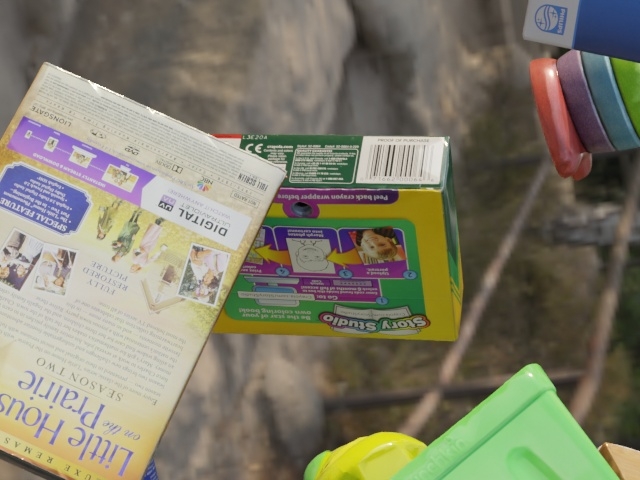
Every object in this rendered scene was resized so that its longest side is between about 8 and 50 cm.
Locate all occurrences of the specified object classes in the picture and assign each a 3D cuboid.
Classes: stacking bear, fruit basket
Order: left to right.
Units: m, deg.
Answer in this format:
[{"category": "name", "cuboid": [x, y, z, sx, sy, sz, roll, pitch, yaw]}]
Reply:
[{"category": "fruit basket", "cuboid": [0.106, 0.305, 1.605, 0.283, 0.392, 0.392, 80, 7, -47]}, {"category": "stacking bear", "cuboid": [0.423, -0.198, 1.802, 0.175, 0.289, 0.164, -1, 74, -71]}]

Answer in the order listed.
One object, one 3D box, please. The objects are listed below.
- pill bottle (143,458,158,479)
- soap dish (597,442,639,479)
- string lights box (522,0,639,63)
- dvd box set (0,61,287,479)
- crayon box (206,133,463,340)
[{"category": "pill bottle", "cuboid": [-0.271, 0.334, 1.928, 0.112, 0.112, 0.187, -61, 140, -77]}, {"category": "soap dish", "cuboid": [0.470, 0.421, 2.001, 0.229, 0.290, 0.118, -64, -159, 20]}, {"category": "string lights box", "cuboid": [0.264, -0.126, 0.819, 0.133, 0.259, 0.077, -11, 114, -54]}, {"category": "dvd box set", "cuboid": [-0.257, 0.045, 1.571, 0.062, 0.307, 0.420, 111, 2, -69]}, {"category": "crayon box", "cuboid": [0.000, 0.000, 1.929, 0.313, 0.362, 0.106, 79, 17, -49]}]
